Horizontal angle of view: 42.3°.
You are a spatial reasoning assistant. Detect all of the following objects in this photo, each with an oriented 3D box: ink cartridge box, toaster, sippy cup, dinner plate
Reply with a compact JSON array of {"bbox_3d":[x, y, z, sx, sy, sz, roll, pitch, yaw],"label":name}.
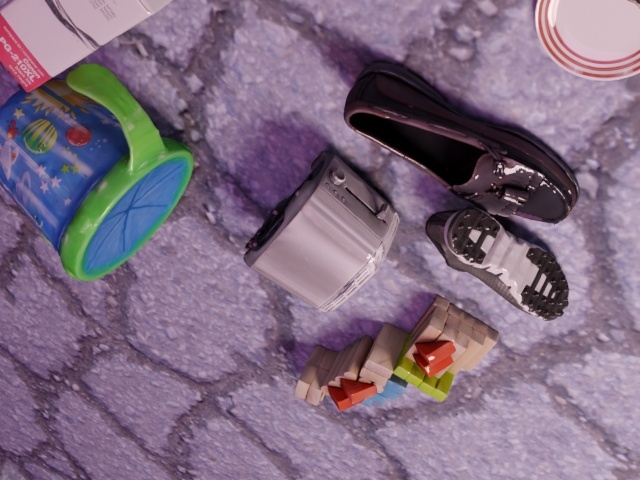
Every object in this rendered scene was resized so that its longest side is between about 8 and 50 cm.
[{"bbox_3d":[-0.259,-0.292,0.973,0.237,0.172,0.100,-18,117,36],"label":"ink cartridge box"},{"bbox_3d":[0.000,0.000,1.115,0.146,0.129,0.227,36,133,-8],"label":"toaster"},{"bbox_3d":[-0.335,-0.101,1.152,0.224,0.240,0.305,40,103,6],"label":"sippy cup"},{"bbox_3d":[0.293,-0.231,0.850,0.141,0.017,0.141,14,131,17],"label":"dinner plate"}]

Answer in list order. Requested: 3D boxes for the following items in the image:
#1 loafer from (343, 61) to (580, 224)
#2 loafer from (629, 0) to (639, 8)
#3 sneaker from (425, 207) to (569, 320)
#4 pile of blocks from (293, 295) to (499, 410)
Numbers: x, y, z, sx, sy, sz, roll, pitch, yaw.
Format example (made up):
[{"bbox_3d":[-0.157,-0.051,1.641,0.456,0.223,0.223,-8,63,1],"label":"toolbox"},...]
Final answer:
[{"bbox_3d":[0.160,-0.095,0.975,0.302,0.095,0.109,31,135,1],"label":"loafer"},{"bbox_3d":[0.347,-0.235,0.755,0.251,0.087,0.094,30,112,-4],"label":"loafer"},{"bbox_3d":[0.224,0.025,1.061,0.234,0.078,0.106,33,174,-27],"label":"sneaker"},{"bbox_3d":[0.098,0.213,1.251,0.362,0.113,0.149,-27,111,40],"label":"pile of blocks"}]
